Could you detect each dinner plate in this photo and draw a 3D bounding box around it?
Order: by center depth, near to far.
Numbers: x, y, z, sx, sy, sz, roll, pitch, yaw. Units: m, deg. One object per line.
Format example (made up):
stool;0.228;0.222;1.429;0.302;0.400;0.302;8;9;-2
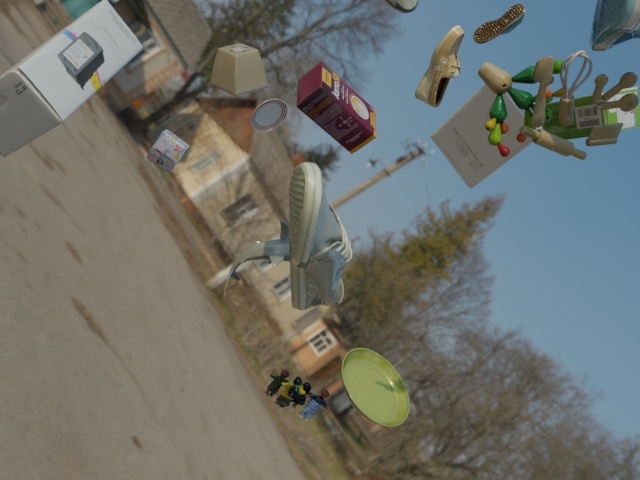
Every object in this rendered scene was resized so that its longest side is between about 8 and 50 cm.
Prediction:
dinner plate;-0.179;-0.435;2.386;0.017;0.141;0.141;56;-5;34

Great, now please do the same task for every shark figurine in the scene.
shark figurine;-0.154;0.055;1.909;0.116;0.278;0.166;-102;176;-56

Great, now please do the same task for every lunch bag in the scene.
lunch bag;-0.360;-0.207;1.621;0.071;0.083;0.053;38;16;-11

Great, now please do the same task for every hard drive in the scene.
hard drive;0.458;-0.298;1.932;0.203;0.040;0.307;54;-34;5

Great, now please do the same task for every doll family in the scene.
doll family;-0.060;0.427;1.921;0.193;0.111;0.076;30;15;-30

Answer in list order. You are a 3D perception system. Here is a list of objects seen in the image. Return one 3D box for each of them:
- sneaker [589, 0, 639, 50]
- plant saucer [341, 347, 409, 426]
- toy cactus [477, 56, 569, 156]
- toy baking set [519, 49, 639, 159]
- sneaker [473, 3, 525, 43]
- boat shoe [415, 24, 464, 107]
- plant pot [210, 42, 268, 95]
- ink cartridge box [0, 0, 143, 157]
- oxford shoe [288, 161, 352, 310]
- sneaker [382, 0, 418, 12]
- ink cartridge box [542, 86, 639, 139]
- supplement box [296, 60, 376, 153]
sneaker;0.610;-0.399;1.236;0.319;0.208;0.127;-49;146;-74
plant saucer;0.145;0.412;1.913;0.241;0.037;0.241;29;36;-24
toy cactus;0.399;-0.301;1.432;0.180;0.219;0.112;44;30;17
toy baking set;0.466;-0.248;1.270;0.256;0.197;0.030;13;38;-20
sneaker;0.616;-0.726;2.362;0.064;0.192;0.086;61;12;17
boat shoe;0.248;-0.338;1.357;0.059;0.063;0.170;42;-44;19
plant pot;-0.206;-0.435;1.733;0.109;0.109;0.096;30;-48;37
ink cartridge box;-0.534;-0.328;1.389;0.131;0.226;0.306;52;40;-26
oxford shoe;0.000;0.000;1.374;0.449;0.130;0.169;91;-3;-57
sneaker;0.192;-0.758;1.909;0.283;0.110;0.122;57;5;-23
ink cartridge box;0.696;-0.311;1.672;0.189;0.255;0.097;3;-76;61
supplement box;0.038;-0.302;1.573;0.188;0.081;0.104;36;38;-31
